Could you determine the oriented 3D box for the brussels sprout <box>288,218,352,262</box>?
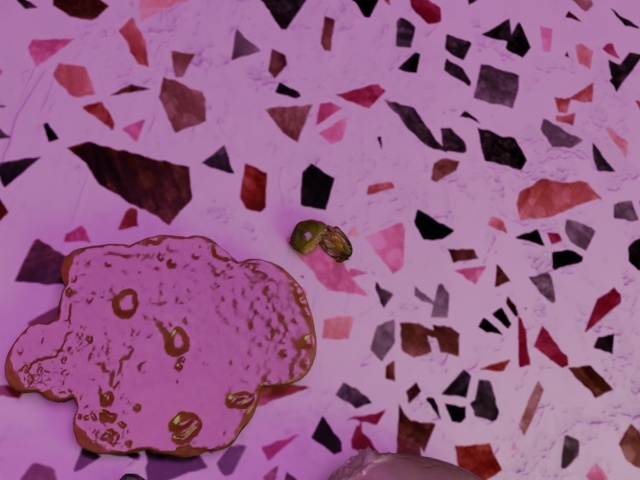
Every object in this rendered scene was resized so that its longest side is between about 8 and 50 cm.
[{"bbox_3d":[0.001,-0.001,1.402,0.083,0.046,0.051,15,64,-21],"label":"brussels sprout"}]

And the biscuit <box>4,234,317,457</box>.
[{"bbox_3d":[-0.188,0.129,1.293,0.376,0.051,0.269,-6,76,-17],"label":"biscuit"}]

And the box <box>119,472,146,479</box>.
[{"bbox_3d":[-0.149,0.356,1.172,0.227,0.162,0.130,36,76,-1],"label":"box"}]

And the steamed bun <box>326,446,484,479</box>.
[{"bbox_3d":[0.130,0.405,1.192,0.312,0.233,0.334,10,70,-12],"label":"steamed bun"}]
